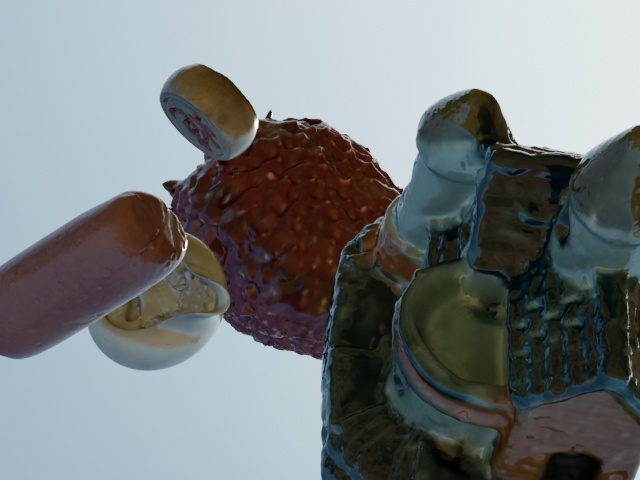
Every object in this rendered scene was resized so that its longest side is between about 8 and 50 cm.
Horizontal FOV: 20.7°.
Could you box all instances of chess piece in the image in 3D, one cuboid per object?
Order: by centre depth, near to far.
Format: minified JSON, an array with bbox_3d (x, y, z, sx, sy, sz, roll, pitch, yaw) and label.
[{"bbox_3d":[-0.088,-0.101,1.386,0.083,0.083,0.038,41,-110,-3],"label":"chess piece"}]

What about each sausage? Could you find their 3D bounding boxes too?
[{"bbox_3d":[-0.153,0.023,1.084,0.062,0.154,0.062,42,-149,-32],"label":"sausage"}]

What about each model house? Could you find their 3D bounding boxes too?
[{"bbox_3d":[0.113,0.025,0.988,0.184,0.291,0.253,12,-131,-5],"label":"model house"}]

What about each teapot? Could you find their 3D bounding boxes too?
[{"bbox_3d":[-0.167,0.059,1.719,0.092,0.226,0.145,51,-128,-53],"label":"teapot"}]

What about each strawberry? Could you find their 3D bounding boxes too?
[{"bbox_3d":[0.001,-0.002,2.003,0.292,0.292,0.343,4,-169,-45],"label":"strawberry"}]
